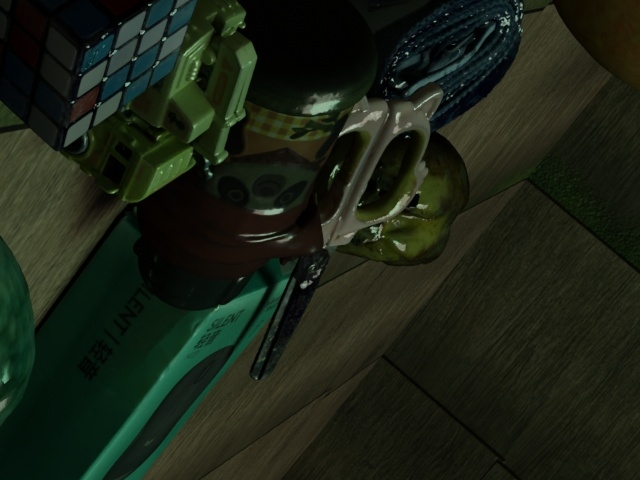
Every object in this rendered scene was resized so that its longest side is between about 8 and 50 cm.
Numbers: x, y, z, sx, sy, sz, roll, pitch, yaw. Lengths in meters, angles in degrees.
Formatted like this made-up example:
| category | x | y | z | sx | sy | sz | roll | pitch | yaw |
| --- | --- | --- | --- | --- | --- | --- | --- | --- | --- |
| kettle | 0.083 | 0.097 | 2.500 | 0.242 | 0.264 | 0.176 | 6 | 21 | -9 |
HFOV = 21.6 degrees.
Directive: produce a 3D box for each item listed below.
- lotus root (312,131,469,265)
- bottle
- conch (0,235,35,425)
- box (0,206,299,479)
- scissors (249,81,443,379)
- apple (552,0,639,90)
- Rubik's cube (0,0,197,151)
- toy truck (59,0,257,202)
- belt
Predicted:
| category | x | y | z | sx | sy | sz | roll | pitch | yaw |
| --- | --- | --- | --- | --- | --- | --- | --- | --- | --- |
| lotus root | 0.071 | -0.052 | 1.749 | 0.275 | 0.160 | 0.152 | 6 | 101 | -79 |
| bottle | -0.055 | -0.057 | 1.209 | 0.143 | 0.156 | 0.271 | -47 | 168 | -46 |
| conch | -0.250 | 0.052 | 0.910 | 0.196 | 0.134 | 0.202 | 13 | 136 | -31 |
| box | -0.168 | 0.110 | 1.467 | 0.311 | 0.118 | 0.205 | -52 | 170 | 19 |
| scissors | 0.000 | 0.000 | 1.376 | 0.160 | 0.024 | 0.317 | -6 | 134 | -39 |
| apple | 0.382 | -0.296 | 1.593 | 0.364 | 0.364 | 0.364 | -46 | 169 | -11 |
| Rubik's cube | -0.127 | -0.121 | 0.854 | 0.092 | 0.092 | 0.092 | -41 | 168 | -34 |
| toy truck | -0.097 | -0.095 | 1.053 | 0.077 | 0.100 | 0.169 | -36 | 164 | -43 |
| belt | 0.068 | -0.169 | 1.428 | 0.218 | 0.128 | 0.122 | -37 | 135 | -42 |
